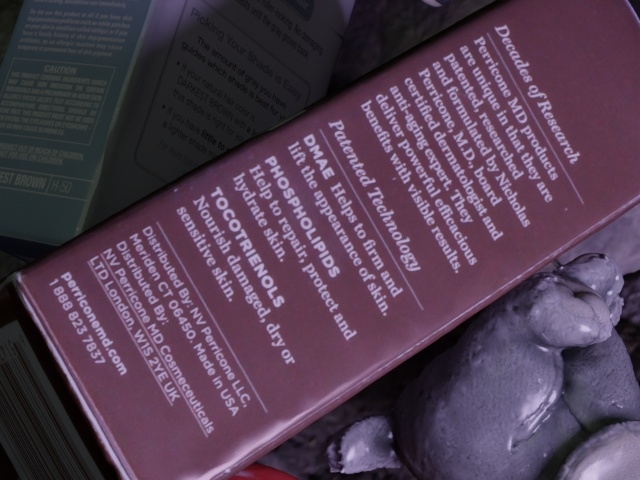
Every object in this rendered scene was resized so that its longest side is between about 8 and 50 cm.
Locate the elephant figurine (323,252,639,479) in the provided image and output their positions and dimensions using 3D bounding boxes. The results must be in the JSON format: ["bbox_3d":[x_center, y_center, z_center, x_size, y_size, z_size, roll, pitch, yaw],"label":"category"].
[{"bbox_3d":[0.165,0.138,0.908,0.186,0.169,0.239,-47,69,28],"label":"elephant figurine"}]

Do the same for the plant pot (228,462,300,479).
[{"bbox_3d":[-0.032,0.224,0.922,0.191,0.174,0.191,-8,63,17],"label":"plant pot"}]

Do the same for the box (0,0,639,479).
[{"bbox_3d":[0.000,0.000,0.911,0.381,0.191,0.143,-30,93,-28],"label":"box"}]

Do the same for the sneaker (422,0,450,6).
[{"bbox_3d":[0.031,-0.200,1.195,0.075,0.057,0.161,-47,57,14],"label":"sneaker"}]

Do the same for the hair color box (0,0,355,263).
[{"bbox_3d":[-0.081,-0.148,1.090,0.113,0.185,0.375,9,76,35],"label":"hair color box"}]
